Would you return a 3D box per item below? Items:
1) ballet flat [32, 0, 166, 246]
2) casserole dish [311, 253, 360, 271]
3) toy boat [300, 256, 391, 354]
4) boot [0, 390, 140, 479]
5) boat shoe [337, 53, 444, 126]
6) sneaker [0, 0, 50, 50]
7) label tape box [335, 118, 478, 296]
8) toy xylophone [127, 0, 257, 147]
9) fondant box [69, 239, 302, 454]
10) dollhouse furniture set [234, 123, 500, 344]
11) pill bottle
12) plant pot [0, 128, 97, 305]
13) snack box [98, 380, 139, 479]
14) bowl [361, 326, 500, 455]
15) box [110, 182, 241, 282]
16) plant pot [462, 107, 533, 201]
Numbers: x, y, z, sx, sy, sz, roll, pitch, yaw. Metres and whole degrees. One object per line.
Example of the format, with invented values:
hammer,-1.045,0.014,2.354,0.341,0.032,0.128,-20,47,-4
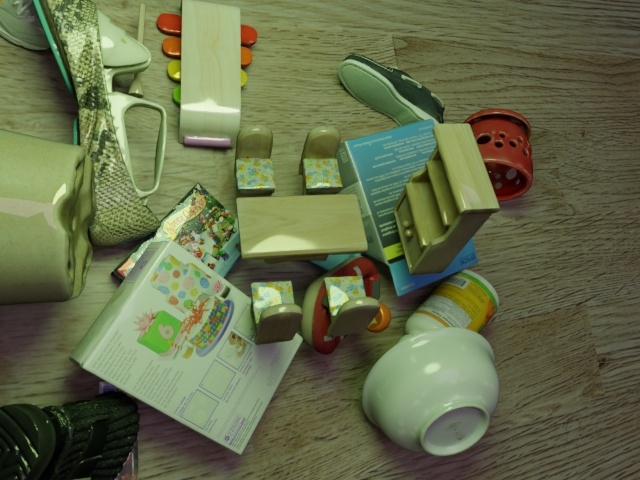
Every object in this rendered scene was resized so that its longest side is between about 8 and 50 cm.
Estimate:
ballet flat,-0.365,-0.234,0.961,0.181,0.164,0.483,-11,95,-15
casserole dish,0.000,0.000,1.189,0.188,0.037,0.114,31,68,-19
toy boat,0.069,0.137,1.094,0.231,0.151,0.151,-31,129,-45
boot,-0.444,0.369,0.811,0.348,0.260,0.131,-42,75,-1
boat shoe,0.171,-0.351,1.302,0.302,0.114,0.091,31,69,-31
sneaker,-0.558,-0.444,0.951,0.262,0.121,0.099,41,65,-15
label tape box,0.188,-0.074,1.254,0.249,0.115,0.348,-19,91,-27
toy xylophone,-0.250,-0.351,1.104,0.236,0.081,0.323,10,77,-16
fondant box,-0.218,0.189,0.973,0.330,0.096,0.238,42,65,-29
dollhouse furniture set,0.057,-0.050,0.962,0.393,0.256,0.362,-3,61,-14
pill bottle,0.275,0.188,1.231,0.245,0.136,0.136,-42,99,-26
plant pot,-0.485,-0.034,0.761,0.305,0.334,0.334,4,79,-14
snack box,-0.351,0.332,0.962,0.064,0.022,0.178,0,81,-24
bowl,0.239,0.327,1.101,0.297,0.134,0.298,-7,123,-11
box,-0.254,0.027,1.054,0.159,0.044,0.233,44,65,-13
plant pot,0.417,-0.213,1.350,0.191,0.191,0.174,19,66,-22
